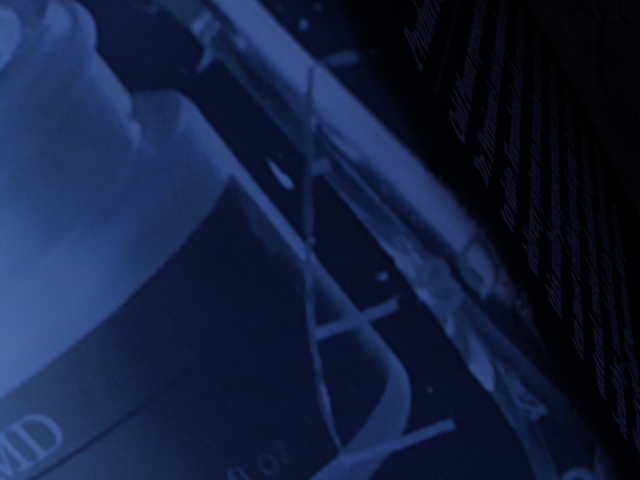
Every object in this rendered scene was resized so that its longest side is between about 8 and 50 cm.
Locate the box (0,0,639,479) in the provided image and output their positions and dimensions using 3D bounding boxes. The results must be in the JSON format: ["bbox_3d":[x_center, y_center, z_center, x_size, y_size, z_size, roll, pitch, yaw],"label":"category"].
[{"bbox_3d":[-0.121,0.063,0.532,0.472,0.479,0.297,59,-160,-16],"label":"box"}]
